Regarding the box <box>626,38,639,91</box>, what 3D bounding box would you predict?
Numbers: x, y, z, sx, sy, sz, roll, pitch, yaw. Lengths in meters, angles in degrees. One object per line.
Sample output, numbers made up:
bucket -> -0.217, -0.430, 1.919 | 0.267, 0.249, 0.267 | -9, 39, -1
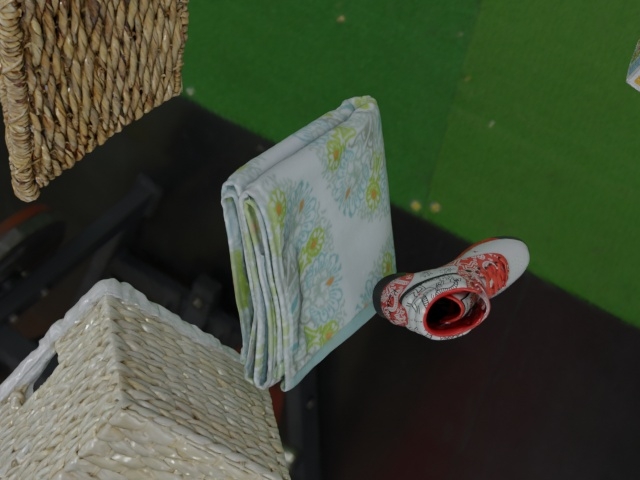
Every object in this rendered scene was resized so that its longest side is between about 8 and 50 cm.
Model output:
box -> 0.482, -0.193, 1.239 | 0.203, 0.103, 0.114 | 35, 135, -5

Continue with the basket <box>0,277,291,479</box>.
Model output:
basket -> -0.265, 0.295, 1.453 | 0.328, 0.266, 0.331 | -45, 124, 14

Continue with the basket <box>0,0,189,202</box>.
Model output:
basket -> -0.267, -0.230, 0.978 | 0.213, 0.223, 0.299 | 41, 150, 14

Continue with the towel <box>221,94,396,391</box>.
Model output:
towel -> 0.000, 0.000, 1.501 | 0.090, 0.374, 0.321 | 11, 120, 28

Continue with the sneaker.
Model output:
sneaker -> 0.222, 0.071, 1.504 | 0.145, 0.270, 0.090 | 25, 127, 61
